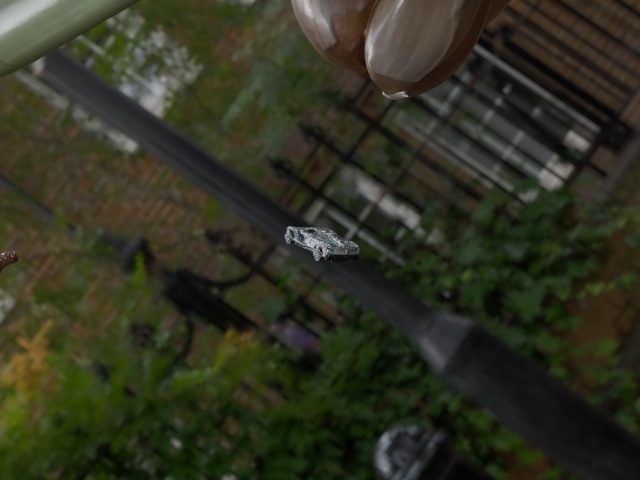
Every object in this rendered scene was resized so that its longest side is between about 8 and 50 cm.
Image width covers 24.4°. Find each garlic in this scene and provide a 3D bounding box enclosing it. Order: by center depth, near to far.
[{"bbox_3d":[0.073,-0.222,1.217,0.191,0.160,0.214,-56,-4,33],"label":"garlic"}]

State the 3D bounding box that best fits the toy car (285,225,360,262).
[{"bbox_3d":[0.000,0.000,1.393,0.041,0.093,0.025,2,-74,-35],"label":"toy car"}]

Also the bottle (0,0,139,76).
[{"bbox_3d":[-0.210,-0.191,1.161,0.201,0.072,0.072,-18,24,45],"label":"bottle"}]

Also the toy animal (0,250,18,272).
[{"bbox_3d":[-0.395,-0.023,1.337,0.229,0.224,0.066,97,166,-54],"label":"toy animal"}]
